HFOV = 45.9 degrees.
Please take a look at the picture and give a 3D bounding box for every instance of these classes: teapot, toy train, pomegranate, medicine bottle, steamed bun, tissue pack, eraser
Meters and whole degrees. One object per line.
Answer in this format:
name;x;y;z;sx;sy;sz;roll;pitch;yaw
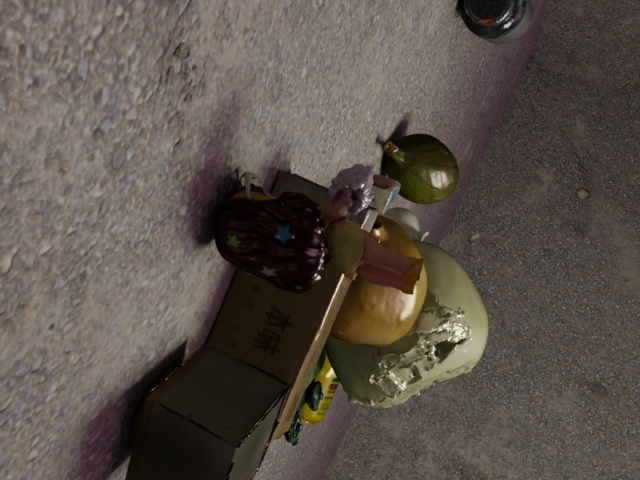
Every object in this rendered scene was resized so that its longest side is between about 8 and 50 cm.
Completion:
teapot;0.166;0.035;1.738;0.300;0.165;0.208;72;31;-63
toy train;-0.058;0.272;1.431;0.253;0.105;0.157;-36;135;-67
pomegranate;0.067;0.066;1.288;0.233;0.233;0.233;-59;165;-26
medicine bottle;0.383;-0.507;1.648;0.141;0.141;0.293;-70;167;17
steamed bun;0.140;0.150;1.481;0.334;0.312;0.233;-35;157;11
tissue pack;0.109;-0.091;1.472;0.094;0.074;0.059;-41;149;-66
eraser;-0.051;0.089;1.025;0.343;0.144;0.078;-68;165;6
medicine bottle;0.027;0.288;1.815;0.309;0.076;0.111;-67;168;1

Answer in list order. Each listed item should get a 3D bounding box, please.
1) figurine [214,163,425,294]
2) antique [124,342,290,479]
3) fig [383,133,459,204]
figurine;-0.002;0.000;0.865;0.175;0.240;0.116;98;1;-54
antique;-0.141;0.230;0.911;0.146;0.148;0.152;-38;150;-61
fig;0.174;-0.152;1.555;0.259;0.151;0.151;4;112;-49
